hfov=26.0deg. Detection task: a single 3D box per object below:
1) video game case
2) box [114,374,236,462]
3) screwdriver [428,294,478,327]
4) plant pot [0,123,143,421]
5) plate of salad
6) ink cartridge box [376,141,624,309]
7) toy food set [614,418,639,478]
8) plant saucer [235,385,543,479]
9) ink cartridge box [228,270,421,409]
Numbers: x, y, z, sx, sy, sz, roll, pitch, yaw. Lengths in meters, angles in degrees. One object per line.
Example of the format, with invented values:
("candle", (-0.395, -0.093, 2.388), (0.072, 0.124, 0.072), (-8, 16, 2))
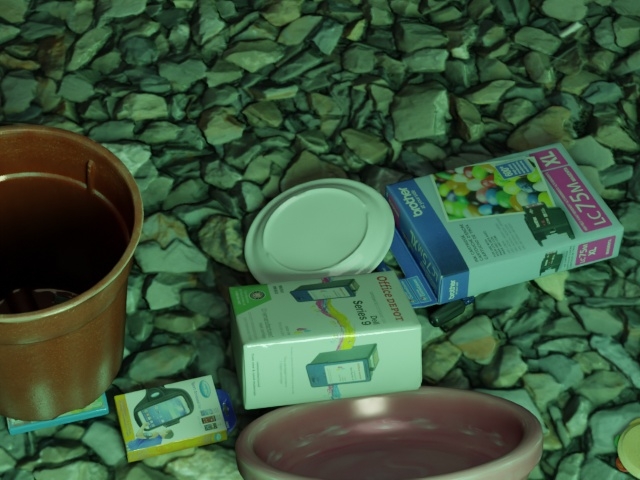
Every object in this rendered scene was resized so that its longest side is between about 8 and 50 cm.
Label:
("video game case", (-0.332, 0.152, 1.690), (0.119, 0.015, 0.166), (-12, 53, -12))
("box", (-0.170, 0.209, 1.646), (0.136, 0.028, 0.081), (-13, 54, -11))
("screwdriver", (0.206, 0.064, 1.781), (0.170, 0.025, 0.024), (-32, 60, -24))
("plant pot", (-0.334, 0.056, 1.586), (0.273, 0.265, 0.272), (2, 51, -3))
("plate of salad", (0.000, 0.000, 1.798), (0.200, 0.048, 0.199), (-9, 48, 11))
("ink cartridge box", (0.215, -0.021, 1.814), (0.311, 0.065, 0.185), (-16, 47, -13))
("toy food set", (0.390, 0.252, 1.646), (0.083, 0.020, 0.082), (37, 59, 23))
("plant saucer", (0.075, 0.243, 1.507), (0.332, 0.084, 0.332), (-4, 10, 1))
("ink cartridge box", (0.004, 0.115, 1.656), (0.213, 0.093, 0.154), (-4, 26, -8))
